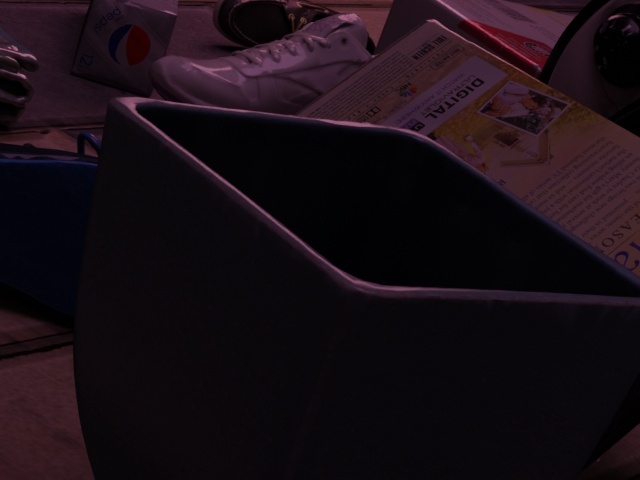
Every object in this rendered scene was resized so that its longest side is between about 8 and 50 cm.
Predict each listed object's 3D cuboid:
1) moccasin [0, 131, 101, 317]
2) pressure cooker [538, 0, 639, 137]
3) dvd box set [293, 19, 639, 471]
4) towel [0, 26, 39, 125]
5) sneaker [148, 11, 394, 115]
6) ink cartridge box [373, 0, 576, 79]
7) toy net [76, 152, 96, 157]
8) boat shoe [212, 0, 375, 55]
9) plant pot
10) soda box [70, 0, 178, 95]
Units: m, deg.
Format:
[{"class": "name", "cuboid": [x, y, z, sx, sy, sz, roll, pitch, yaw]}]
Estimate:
[{"class": "moccasin", "cuboid": [-0.218, -0.031, 1.436, 0.342, 0.138, 0.117, 17, 13, -10]}, {"class": "pressure cooker", "cuboid": [0.396, -0.078, 1.832, 0.375, 0.370, 0.420, 29, 16, 38]}, {"class": "dvd box set", "cuboid": [0.114, 0.004, 1.507, 0.307, 0.062, 0.420, -38, 46, -19]}, {"class": "towel", "cuboid": [-0.471, -0.218, 1.796, 0.320, 0.090, 0.374, 4, 23, -41]}, {"class": "sneaker", "cuboid": [-0.037, -0.172, 2.001, 0.305, 0.152, 0.114, 8, 13, -35]}, {"class": "ink cartridge box", "cuboid": [0.288, -0.161, 2.295, 0.384, 0.160, 0.279, 6, 23, -36]}, {"class": "toy net", "cuboid": [-0.155, -0.062, 1.732, 0.232, 0.045, 0.122, 1, 26, -45]}, {"class": "boat shoe", "cuboid": [-0.028, -0.260, 2.387, 0.227, 0.081, 0.068, 6, 18, -42]}, {"class": "plant pot", "cuboid": [0.000, 0.088, 1.117, 0.247, 0.252, 0.248, 4, 23, -41]}, {"class": "soda box", "cuboid": [-0.210, -0.250, 2.147, 0.091, 0.098, 0.286, 17, 17, -9]}]
